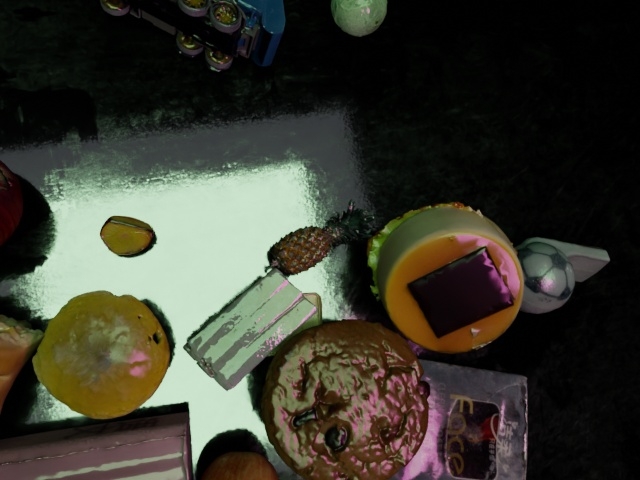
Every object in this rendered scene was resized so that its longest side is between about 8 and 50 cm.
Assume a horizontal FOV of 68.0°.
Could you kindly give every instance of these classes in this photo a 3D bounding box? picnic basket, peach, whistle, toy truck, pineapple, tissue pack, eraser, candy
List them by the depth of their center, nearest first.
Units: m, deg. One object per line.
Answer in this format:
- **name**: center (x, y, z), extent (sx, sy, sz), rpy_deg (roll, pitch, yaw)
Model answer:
- **eraser**: center (-0.386, 0.443, 0.751), extent (0.359, 0.122, 0.272), rpy_deg (-4, 85, -14)
- **peach**: center (-0.347, -0.015, 0.859), extent (0.083, 0.050, 0.077), rpy_deg (-25, 112, -7)
- **picnic basket**: center (-0.079, 0.156, 0.888), extent (0.164, 0.079, 0.115), rpy_deg (0, 83, -14)
- **toy truck**: center (-0.244, -0.465, 0.905), extent (0.367, 0.146, 0.175), rpy_deg (24, 69, -13)
- **tissue pack**: center (0.214, 0.360, 0.913), extent (0.361, 0.122, 0.259), rpy_deg (13, 76, -10)
- **pineapple**: center (0.000, -0.001, 0.919), extent (0.221, 0.103, 0.083), rpy_deg (-27, 77, -16)
- **whistle**: center (0.483, 0.081, 1.003), extent (0.289, 0.163, 0.163), rpy_deg (8, 80, -12)
- **candy**: center (0.033, -0.643, 1.035), extent (0.119, 0.119, 0.440), rpy_deg (-15, 78, -16)

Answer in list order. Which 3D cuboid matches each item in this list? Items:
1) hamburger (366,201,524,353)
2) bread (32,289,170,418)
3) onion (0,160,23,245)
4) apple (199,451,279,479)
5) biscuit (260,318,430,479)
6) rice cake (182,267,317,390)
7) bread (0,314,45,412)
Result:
- **hamburger**: center (0.240, 0.068, 0.909), extent (0.276, 0.179, 0.294), rpy_deg (-31, 101, 14)
- **bread**: center (-0.340, 0.182, 0.771), extent (0.197, 0.170, 0.197), rpy_deg (2, 80, -13)
- **onion**: center (-0.597, -0.048, 0.736), extent (0.248, 0.248, 0.161), rpy_deg (19, 116, -11)
- **apple**: center (-0.137, 0.429, 0.803), extent (0.146, 0.146, 0.131), rpy_deg (29, 56, -9)
- **biscuit**: center (0.047, 0.269, 0.796), extent (0.296, 0.075, 0.296), rpy_deg (2, 77, -8)
- **rice cake**: center (-0.119, 0.151, 0.817), extent (0.124, 0.038, 0.211), rpy_deg (46, 76, -5)
- **bread**: center (-0.608, 0.177, 0.671), extent (0.315, 0.211, 0.270), rpy_deg (27, 75, 3)
